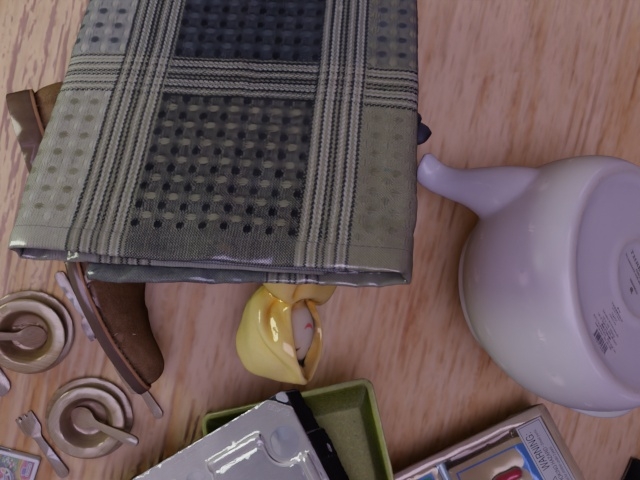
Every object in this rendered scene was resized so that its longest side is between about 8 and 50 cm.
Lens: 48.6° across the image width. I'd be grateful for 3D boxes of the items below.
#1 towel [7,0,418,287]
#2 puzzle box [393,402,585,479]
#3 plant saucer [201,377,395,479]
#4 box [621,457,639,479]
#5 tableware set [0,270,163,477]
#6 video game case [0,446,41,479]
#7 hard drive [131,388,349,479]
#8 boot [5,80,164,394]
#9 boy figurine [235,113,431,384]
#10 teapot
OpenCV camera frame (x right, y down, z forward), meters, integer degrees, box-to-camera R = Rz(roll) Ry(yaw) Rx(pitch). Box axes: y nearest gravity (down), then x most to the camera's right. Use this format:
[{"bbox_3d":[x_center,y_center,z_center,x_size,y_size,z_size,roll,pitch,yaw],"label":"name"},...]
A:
[{"bbox_3d":[-0.073,-0.107,0.599,0.312,0.056,0.324,4,61,4],"label":"towel"},{"bbox_3d":[0.199,0.406,0.709,0.272,0.052,0.409,-24,74,-6],"label":"puzzle box"},{"bbox_3d":[-0.012,0.249,0.710,0.188,0.045,0.188,-16,77,15],"label":"plant saucer"},{"bbox_3d":[0.423,0.335,0.739,0.153,0.207,0.108,20,94,-11],"label":"box"},{"bbox_3d":[-0.264,0.140,0.708,0.128,0.039,0.194,-32,100,-3],"label":"tableware set"},{"bbox_3d":[-0.359,0.247,0.723,0.122,0.011,0.087,18,95,-9],"label":"video game case"},{"bbox_3d":[-0.044,0.341,0.648,0.237,0.064,0.339,-31,72,10],"label":"hard drive"},{"bbox_3d":[-0.189,-0.005,0.672,0.115,0.112,0.305,-19,97,-16],"label":"boot"},{"bbox_3d":[0.000,0.000,0.661,0.092,0.177,0.285,24,88,19],"label":"boy figurine"},{"bbox_3d":[0.228,0.047,0.696,0.253,0.187,0.256,9,78,-36],"label":"teapot"}]
